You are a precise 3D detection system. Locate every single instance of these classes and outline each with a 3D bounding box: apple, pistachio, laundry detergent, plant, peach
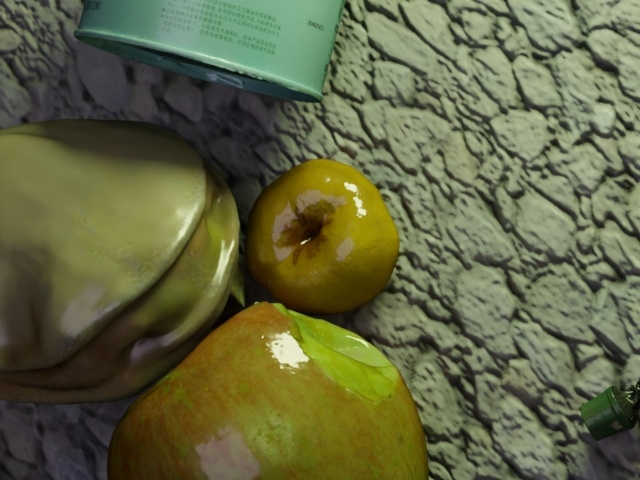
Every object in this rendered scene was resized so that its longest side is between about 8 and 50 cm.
[{"bbox_3d":[-0.047,0.241,1.799,0.339,0.339,0.340,-2,84,22],"label":"apple"},{"bbox_3d":[-0.281,0.015,1.907,0.365,0.281,0.445,-49,40,-14],"label":"pistachio"},{"bbox_3d":[-0.097,-0.332,1.893,0.287,0.287,0.305,14,90,23],"label":"laundry detergent"},{"bbox_3d":[0.324,0.170,1.800,0.102,0.051,0.051,-28,75,13],"label":"plant"},{"bbox_3d":[0.000,0.000,1.920,0.179,0.103,0.179,-3,80,20],"label":"peach"}]

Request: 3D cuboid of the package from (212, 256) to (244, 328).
[{"bbox_3d":[-0.115,0.036,1.975,0.108,0.031,0.121,-22,73,61],"label":"package"}]
